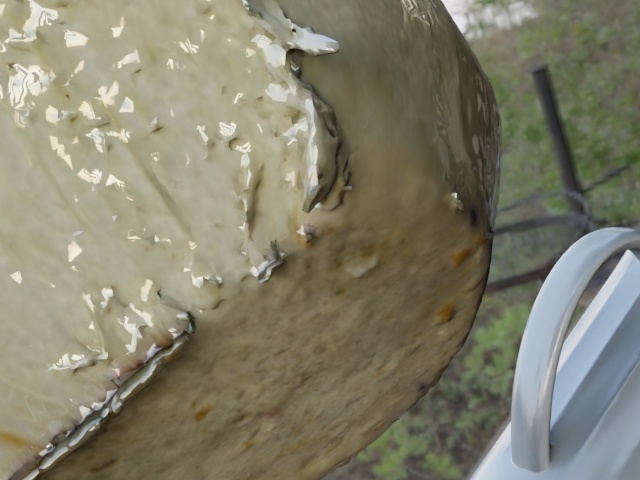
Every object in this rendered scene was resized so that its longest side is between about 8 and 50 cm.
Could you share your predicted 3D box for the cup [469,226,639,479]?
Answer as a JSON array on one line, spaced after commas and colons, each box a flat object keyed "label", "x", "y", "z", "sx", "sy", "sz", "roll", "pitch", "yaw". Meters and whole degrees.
[{"label": "cup", "x": 0.275, "y": 0.166, "z": 1.030, "sx": 0.327, "sy": 0.323, "sz": 0.237, "roll": -52, "pitch": 30, "yaw": -15}]

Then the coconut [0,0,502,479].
[{"label": "coconut", "x": -0.110, "y": -0.058, "z": 0.538, "sx": 0.346, "sy": 0.360, "sz": 0.346, "roll": -24, "pitch": -32, "yaw": -17}]
